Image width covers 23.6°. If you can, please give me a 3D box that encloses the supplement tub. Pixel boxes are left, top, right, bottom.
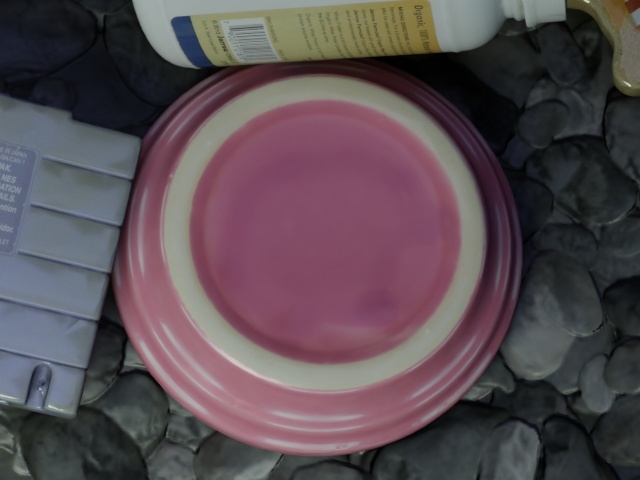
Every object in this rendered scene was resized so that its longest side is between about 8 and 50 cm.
[{"bbox_3d":[0.024,-0.251,1.160,0.316,0.228,0.228,-2,77,10],"label":"supplement tub"}]

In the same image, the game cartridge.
[{"bbox_3d":[-0.327,-0.017,1.138,0.355,0.068,0.230,15,74,-10],"label":"game cartridge"}]

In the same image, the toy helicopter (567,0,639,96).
[{"bbox_3d":[0.243,-0.236,1.265,0.355,0.140,0.235,5,83,8],"label":"toy helicopter"}]

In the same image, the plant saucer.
[{"bbox_3d":[0.000,0.000,1.205,0.332,0.084,0.332,1,76,-6],"label":"plant saucer"}]
